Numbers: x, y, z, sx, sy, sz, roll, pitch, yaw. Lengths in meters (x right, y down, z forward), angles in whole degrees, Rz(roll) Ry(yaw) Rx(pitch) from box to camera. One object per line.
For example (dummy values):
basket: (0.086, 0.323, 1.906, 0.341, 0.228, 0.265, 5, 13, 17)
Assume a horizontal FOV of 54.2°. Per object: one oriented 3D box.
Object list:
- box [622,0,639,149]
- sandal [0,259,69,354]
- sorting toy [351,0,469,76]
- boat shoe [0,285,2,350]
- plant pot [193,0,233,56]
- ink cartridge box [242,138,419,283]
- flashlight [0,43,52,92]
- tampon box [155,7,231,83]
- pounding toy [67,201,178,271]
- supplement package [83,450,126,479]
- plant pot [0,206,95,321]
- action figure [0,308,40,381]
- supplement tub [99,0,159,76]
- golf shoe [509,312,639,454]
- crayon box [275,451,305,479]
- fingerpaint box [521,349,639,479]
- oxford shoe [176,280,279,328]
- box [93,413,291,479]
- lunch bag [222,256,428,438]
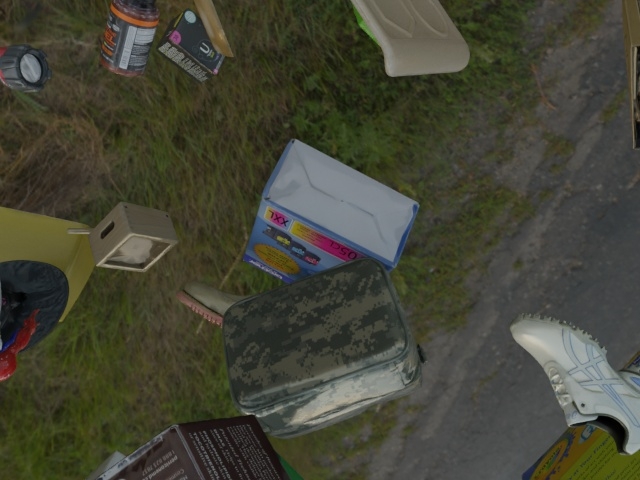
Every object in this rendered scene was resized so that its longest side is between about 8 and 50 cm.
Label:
box: (0.452, -0.252, 0.899, 0.021, 0.201, 0.164, -4, 131, 25)
sandal: (-0.644, 0.150, 1.038, 0.446, 0.107, 0.167, -18, 89, -23)
sorting toy: (0.064, -0.264, 0.650, 0.038, 0.208, 0.193, -30, 176, 38)
boat shoe: (-0.447, 0.133, 0.774, 0.108, 0.102, 0.301, 8, 104, -11)
plant pot: (-0.226, -0.463, 1.203, 0.032, 0.236, 0.236, -21, 134, -2)
ink cartridge box: (0.000, 0.000, 1.274, 0.270, 0.151, 0.395, 27, 157, -1)
flashlight: (-0.748, -0.380, 1.399, 0.304, 0.103, 0.103, 4, 123, 23)
tampon box: (-0.364, -0.555, 1.797, 0.161, 0.101, 0.120, 34, 64, -33)
pounding toy: (-0.371, -0.009, 1.171, 0.141, 0.100, 0.130, -38, 151, 25)
supplement package: (-0.333, 0.423, 0.970, 0.105, 0.105, 0.179, 38, 128, -12)
plant pot: (-0.587, 0.058, 1.279, 0.212, 0.187, 0.212, 12, 166, -9)
action figure: (-0.351, 0.038, 0.640, 0.092, 0.139, 0.280, 1, 109, -15)
supplement tub: (-0.422, -0.475, 1.397, 0.106, 0.106, 0.198, 6, 129, -30)
golf shoe: (0.267, 0.146, 0.650, 0.086, 0.176, 0.069, -49, 158, -20)
crayon box: (-0.036, 0.489, 1.019, 0.081, 0.318, 0.202, -35, 158, -40)
fingerpaint box: (0.510, 0.330, 0.901, 0.163, 0.371, 0.444, 37, 104, 5)
oxford shoe: (-0.090, 0.144, 1.273, 0.397, 0.140, 0.146, 21, 82, -6)
box: (-0.131, 0.301, 0.654, 0.168, 0.167, 0.203, -37, 161, 5)
lunch bag: (0.013, 0.201, 1.036, 0.305, 0.212, 0.256, -22, 140, 5)
